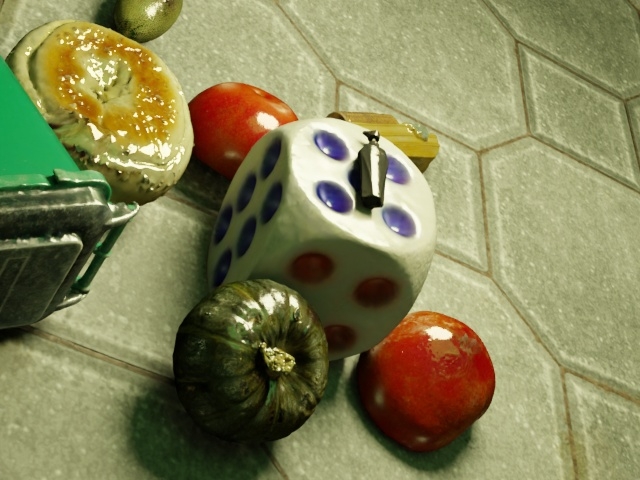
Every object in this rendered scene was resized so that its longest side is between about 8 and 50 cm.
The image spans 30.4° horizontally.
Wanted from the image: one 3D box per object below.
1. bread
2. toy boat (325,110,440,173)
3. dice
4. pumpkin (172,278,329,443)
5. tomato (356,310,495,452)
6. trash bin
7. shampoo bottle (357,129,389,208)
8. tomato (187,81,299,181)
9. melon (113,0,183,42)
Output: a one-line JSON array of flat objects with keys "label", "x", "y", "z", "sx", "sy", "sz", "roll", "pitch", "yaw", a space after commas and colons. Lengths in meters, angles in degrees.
[{"label": "bread", "x": -0.322, "y": -0.168, "z": 1.654, "sx": 0.305, "sy": 0.159, "sz": 0.306, "roll": 26, "pitch": 40, "yaw": -24}, {"label": "toy boat", "x": 0.085, "y": -0.171, "z": 2.052, "sx": 0.310, "sy": 0.089, "sz": 0.115, "roll": -7, "pitch": 57, "yaw": -43}, {"label": "dice", "x": 0.000, "y": 0.000, "z": 1.690, "sx": 0.251, "sy": 0.259, "sz": 0.243, "roll": 21, "pitch": 42, "yaw": -23}, {"label": "pumpkin", "x": -0.086, "y": 0.158, "z": 1.527, "sx": 0.223, "sy": 0.157, "sz": 0.224, "roll": 0, "pitch": 90, "yaw": -39}, {"label": "tomato", "x": 0.173, "y": 0.191, "z": 1.749, "sx": 0.200, "sy": 0.139, "sz": 0.233, "roll": 51, "pitch": 39, "yaw": 5}, {"label": "trash bin", "x": -0.435, "y": -0.092, "z": 1.417, "sx": 0.295, "sy": 0.259, "sz": 0.381, "roll": -7, "pitch": 56, "yaw": -43}, {"label": "shampoo bottle", "x": 0.072, "y": -0.100, "z": 1.619, "sx": 0.048, "sy": 0.027, "sz": 0.137, "roll": 24, "pitch": 43, "yaw": -19}, {"label": "tomato", "x": -0.118, "y": -0.166, "z": 1.815, "sx": 0.195, "sy": 0.136, "sz": 0.195, "roll": 26, "pitch": 16, "yaw": -8}, {"label": "melon", "x": -0.284, "y": -0.382, "z": 1.932, "sx": 0.099, "sy": 0.099, "sz": 0.162, "roll": 36, "pitch": 40, "yaw": -7}]
